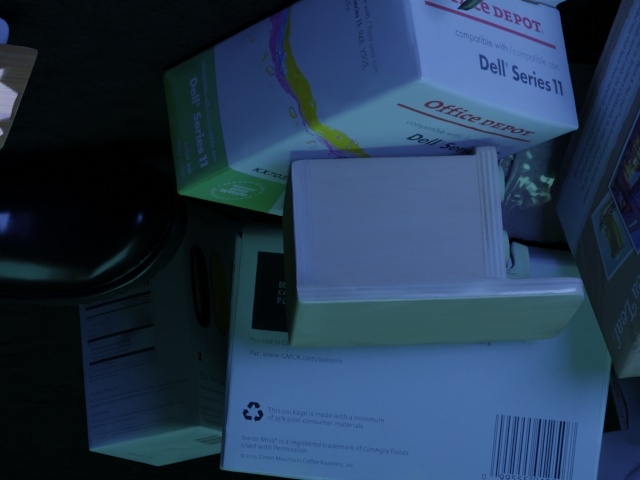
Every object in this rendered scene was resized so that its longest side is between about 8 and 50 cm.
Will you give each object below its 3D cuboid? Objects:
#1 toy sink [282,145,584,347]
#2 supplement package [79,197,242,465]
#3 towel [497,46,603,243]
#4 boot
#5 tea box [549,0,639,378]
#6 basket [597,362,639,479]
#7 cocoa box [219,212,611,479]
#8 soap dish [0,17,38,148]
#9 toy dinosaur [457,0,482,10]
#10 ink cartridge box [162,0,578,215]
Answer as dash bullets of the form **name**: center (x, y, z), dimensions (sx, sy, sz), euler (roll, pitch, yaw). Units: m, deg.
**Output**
- **toy sink**: center (0.089, 0.006, 1.590), dimensions (0.234, 0.131, 0.153), euler (-2, 163, -3)
- **supplement package**: center (-0.158, 0.095, 1.975), dimensions (0.134, 0.244, 0.139), euler (-14, 162, 24)
- **towel**: center (0.287, -0.075, 1.742), dimensions (0.282, 0.049, 0.187), euler (8, 116, -16)
- **boot**: center (-0.318, -0.021, 1.734), dimensions (0.348, 0.131, 0.260), euler (-11, 162, 13)
- **tea box**: center (0.400, -0.075, 1.554), dimensions (0.323, 0.220, 0.329), euler (-3, 140, -16)
- **basket**: center (0.496, 0.152, 2.301), dimensions (0.266, 0.328, 0.331), euler (1, 161, -36)
- **cocoa box**: center (0.091, 0.104, 1.809), dimensions (0.347, 0.231, 0.228), euler (6, -174, 2)
- **soap dish**: center (-0.394, -0.098, 1.484), dimensions (0.291, 0.118, 0.229), euler (5, 159, -30)
- **toy dinosaur**: center (0.206, -0.242, 1.343), dimensions (0.118, 0.064, 0.268), euler (4, 150, -25)
- **ink cartridge box**: center (0.064, -0.128, 1.571), dimensions (0.353, 0.119, 0.207), euler (-23, 157, 40)
